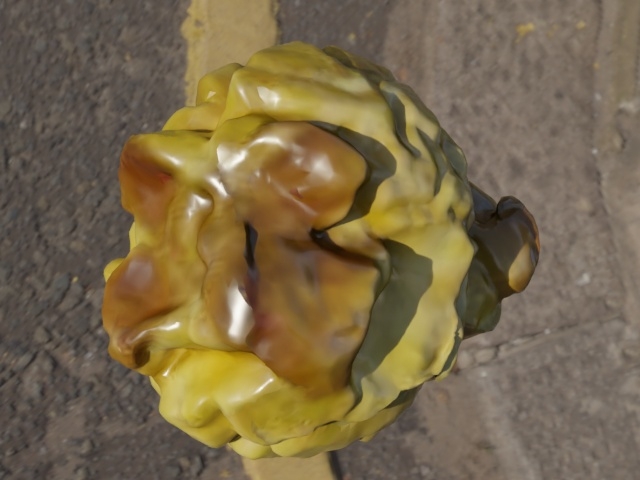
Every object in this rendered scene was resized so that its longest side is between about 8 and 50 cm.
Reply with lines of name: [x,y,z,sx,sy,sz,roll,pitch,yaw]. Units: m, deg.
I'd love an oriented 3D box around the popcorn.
popcorn: [0.000,0.000,0.795,0.332,0.225,0.264,-14,97,-35]
